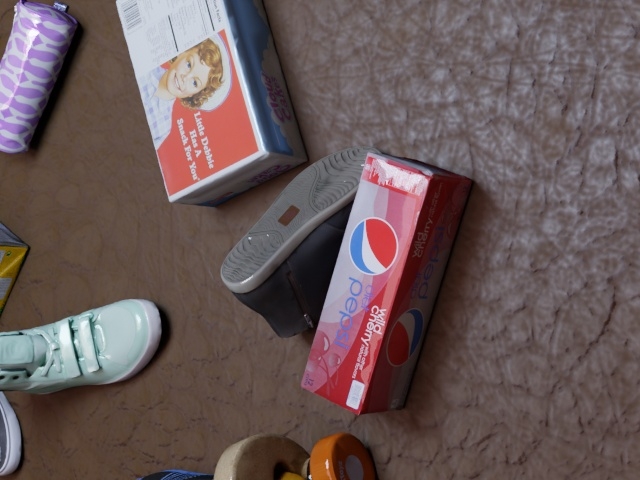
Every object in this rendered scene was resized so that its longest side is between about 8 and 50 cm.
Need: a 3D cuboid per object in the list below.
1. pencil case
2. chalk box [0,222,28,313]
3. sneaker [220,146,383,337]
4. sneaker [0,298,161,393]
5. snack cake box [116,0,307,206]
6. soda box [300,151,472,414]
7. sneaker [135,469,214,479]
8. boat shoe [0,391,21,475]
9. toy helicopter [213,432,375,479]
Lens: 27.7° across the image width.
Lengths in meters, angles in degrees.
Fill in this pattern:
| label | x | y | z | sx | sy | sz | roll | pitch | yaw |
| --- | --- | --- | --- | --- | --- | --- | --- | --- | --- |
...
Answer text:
| label | x | y | z | sx | sy | sz | roll | pitch | yaw |
| --- | --- | --- | --- | --- | --- | --- | --- | --- | --- |
| pencil case | -0.390 | -0.216 | 1.692 | 0.088 | 0.086 | 0.206 | 23 | 102 | -2 |
| chalk box | -0.525 | 0.009 | 1.750 | 0.213 | 0.132 | 0.132 | 35 | 107 | 32 |
| sneaker | 0.000 | 0.000 | 1.429 | 0.222 | 0.118 | 0.083 | -42 | 42 | -4 |
| sneaker | -0.322 | 0.138 | 1.592 | 0.255 | 0.151 | 0.094 | -24 | 73 | 30 |
| snack cake box | -0.128 | -0.189 | 1.510 | 0.152 | 0.089 | 0.264 | -23 | 75 | 30 |
| soda box | 0.069 | 0.046 | 1.359 | 0.083 | 0.092 | 0.263 | 23 | 101 | 34 |
| sneaker | -0.172 | 0.310 | 1.515 | 0.232 | 0.090 | 0.081 | -14 | 80 | 33 |
| boat shoe | -0.470 | 0.208 | 1.736 | 0.080 | 0.076 | 0.229 | -29 | 72 | 30 |
| toy helicopter | -0.033 | 0.375 | 1.329 | 0.140 | 0.235 | 0.355 | -21 | 76 | 32 |
